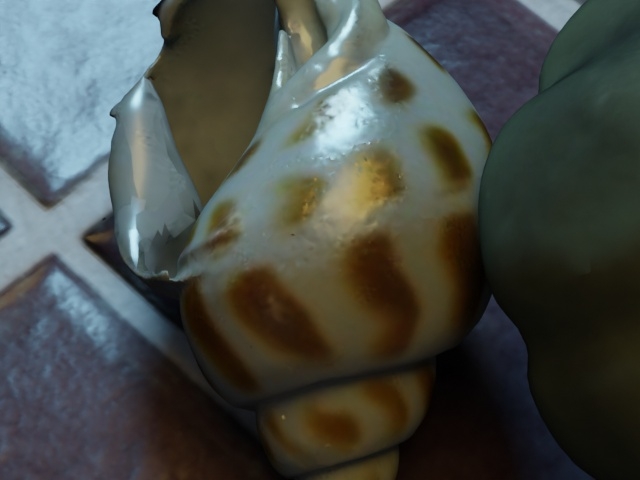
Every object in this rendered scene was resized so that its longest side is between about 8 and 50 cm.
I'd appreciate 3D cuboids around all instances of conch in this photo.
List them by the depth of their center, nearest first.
[{"bbox_3d":[0.000,0.000,0.914,0.182,0.148,0.275,-14,56,40],"label":"conch"}]

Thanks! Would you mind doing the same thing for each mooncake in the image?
[{"bbox_3d":[0.190,0.005,0.871,0.275,0.135,0.275,11,73,-40],"label":"mooncake"}]
